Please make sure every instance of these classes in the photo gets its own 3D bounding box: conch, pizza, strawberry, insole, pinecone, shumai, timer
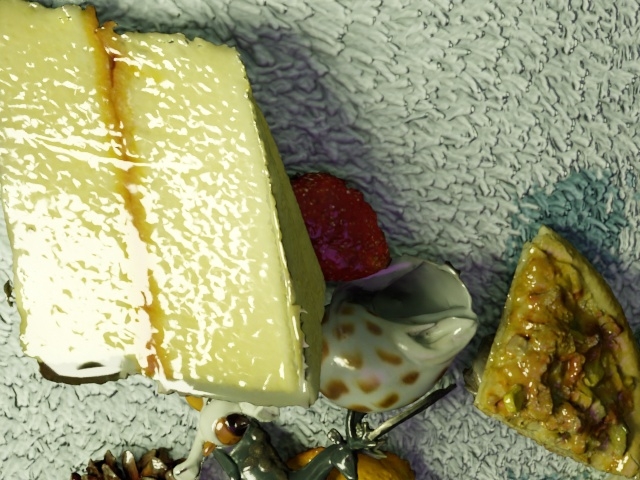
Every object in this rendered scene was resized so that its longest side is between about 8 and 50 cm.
[{"bbox_3d":[0.064,0.132,1.430,0.275,0.182,0.148,-7,151,4],"label":"conch"},{"bbox_3d":[0.346,0.148,1.457,0.258,0.087,0.268,28,69,-25],"label":"pizza"},{"bbox_3d":[0.000,0.000,1.366,0.187,0.082,0.146,26,122,-7],"label":"strawberry"},{"bbox_3d":[0.125,0.221,1.469,0.081,0.248,0.011,-40,77,20],"label":"insole"},{"bbox_3d":[-0.257,0.362,1.489,0.204,0.179,0.184,-51,157,14],"label":"pinecone"},{"bbox_3d":[0.253,0.198,1.524,0.146,0.145,0.116,17,134,-18],"label":"shumai"},{"bbox_3d":[-0.126,0.163,1.345,0.175,0.266,0.175,-4,121,-7],"label":"timer"}]

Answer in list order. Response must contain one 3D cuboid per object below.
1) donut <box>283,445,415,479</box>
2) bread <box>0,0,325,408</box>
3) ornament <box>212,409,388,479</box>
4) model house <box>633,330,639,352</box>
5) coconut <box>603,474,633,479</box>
[{"bbox_3d":[0.027,0.395,1.604,0.254,0.118,0.253,-5,135,-5],"label":"donut"},{"bbox_3d":[-0.193,-0.041,1.202,0.346,0.242,0.404,-4,127,13],"label":"bread"},{"bbox_3d":[-0.016,0.260,1.509,0.236,0.202,0.080,-39,152,-7],"label":"ornament"},{"bbox_3d":[0.533,0.243,1.532,0.215,0.224,0.198,22,114,-22],"label":"model house"},{"bbox_3d":[0.497,0.431,1.632,0.222,0.202,0.202,46,109,16],"label":"coconut"}]
